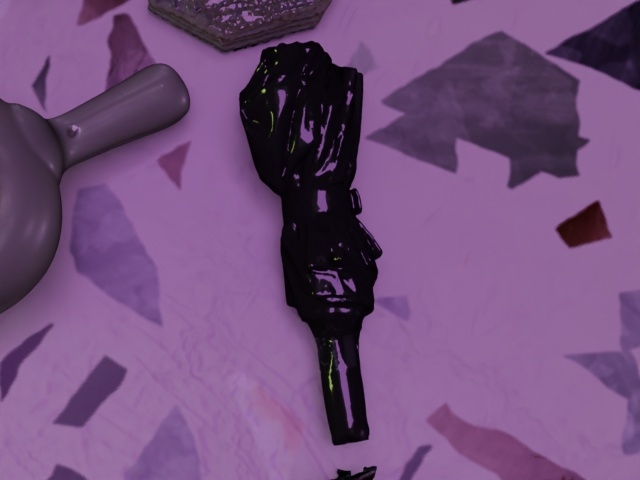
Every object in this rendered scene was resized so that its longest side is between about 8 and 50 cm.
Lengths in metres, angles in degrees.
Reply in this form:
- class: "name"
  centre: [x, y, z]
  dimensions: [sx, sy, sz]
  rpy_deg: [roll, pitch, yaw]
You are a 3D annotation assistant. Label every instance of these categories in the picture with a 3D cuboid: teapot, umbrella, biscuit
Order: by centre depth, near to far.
- class: "teapot"
  centre: [-0.252, -0.037, 1.024]
  dimensions: [0.318, 0.149, 0.220]
  rpy_deg: [-8, 75, -7]
- class: "umbrella"
  centre: [0.000, 0.000, 1.079]
  dimensions: [0.118, 0.118, 0.340]
  rpy_deg: [-7, 86, -8]
- class: "biscuit"
  centre: [-0.036, -0.279, 1.144]
  dimensions: [0.147, 0.046, 0.250]
  rpy_deg: [30, 78, -2]

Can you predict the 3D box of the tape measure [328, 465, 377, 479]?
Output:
- class: "tape measure"
  centre: [-0.022, 0.308, 0.989]
  dimensions: [0.207, 0.115, 0.235]
  rpy_deg: [-5, 79, -40]
